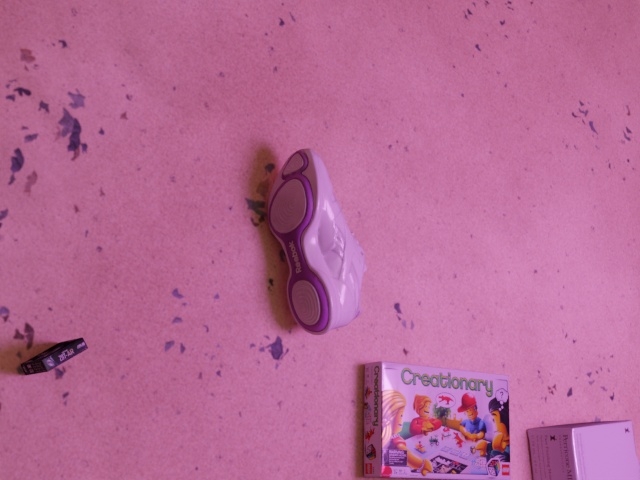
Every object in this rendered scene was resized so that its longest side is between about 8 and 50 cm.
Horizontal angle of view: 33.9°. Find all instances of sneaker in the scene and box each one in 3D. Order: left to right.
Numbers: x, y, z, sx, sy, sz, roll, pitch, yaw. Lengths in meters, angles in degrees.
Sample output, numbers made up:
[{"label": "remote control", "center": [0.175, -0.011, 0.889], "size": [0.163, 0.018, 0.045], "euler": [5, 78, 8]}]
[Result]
[{"label": "sneaker", "center": [0.000, 0.000, 1.748], "size": [0.152, 0.114, 0.305], "euler": [-6, 87, -51]}]

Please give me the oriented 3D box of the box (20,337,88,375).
[{"label": "box", "center": [-0.366, 0.159, 1.442], "size": [0.067, 0.083, 0.018], "euler": [-31, 99, -36]}]

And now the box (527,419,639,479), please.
[{"label": "box", "center": [0.504, 0.439, 1.998], "size": [0.182, 0.119, 0.181], "euler": [2, 78, -36]}]

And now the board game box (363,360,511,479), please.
[{"label": "board game box", "center": [0.209, 0.322, 1.848], "size": [0.305, 0.053, 0.193], "euler": [10, 74, -34]}]
